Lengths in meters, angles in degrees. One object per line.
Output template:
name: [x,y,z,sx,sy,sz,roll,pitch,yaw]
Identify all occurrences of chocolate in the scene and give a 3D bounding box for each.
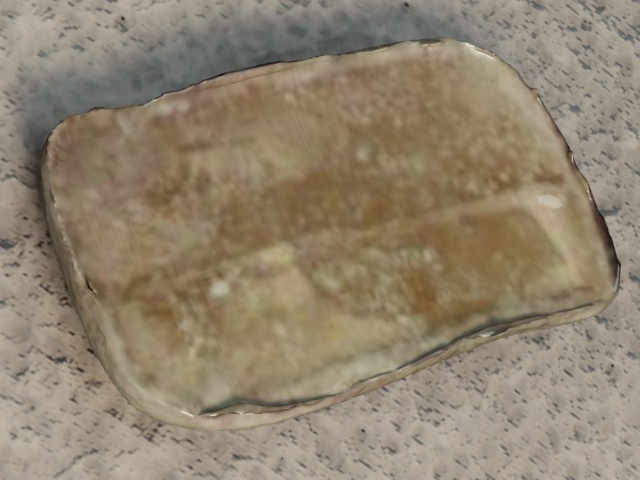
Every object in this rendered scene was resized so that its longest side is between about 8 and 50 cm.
chocolate: [0.000,0.000,1.050,0.303,0.100,0.185,-14,75,-30]
